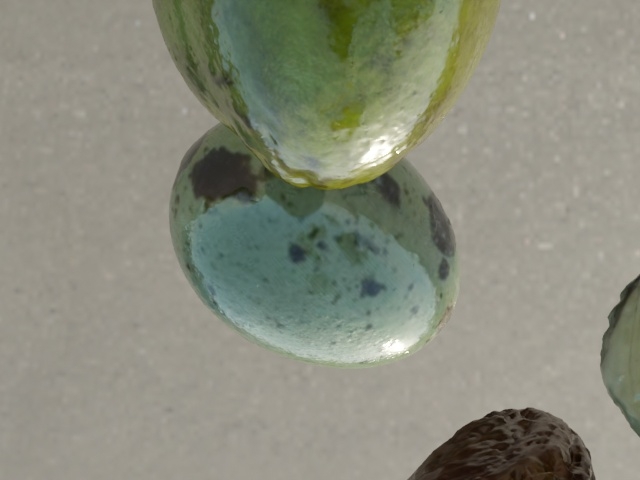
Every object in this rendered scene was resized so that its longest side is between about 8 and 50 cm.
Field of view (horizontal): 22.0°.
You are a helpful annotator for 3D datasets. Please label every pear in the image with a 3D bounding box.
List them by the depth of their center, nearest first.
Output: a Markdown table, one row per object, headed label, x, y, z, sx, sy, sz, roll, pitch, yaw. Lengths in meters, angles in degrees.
| label | x | y | z | sx | sy | sz | roll | pitch | yaw |
| --- | --- | --- | --- | --- | --- | --- | --- | --- | --- |
| pear | 0.007 | -0.260 | 1.497 | 0.352 | 0.352 | 0.413 | 1 | 118 | 3 |

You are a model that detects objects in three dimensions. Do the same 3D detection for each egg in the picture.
| label | x | y | z | sx | sy | sz | roll | pitch | yaw |
| --- | --- | --- | --- | --- | --- | --- | --- | --- | --- |
| egg | 0.000 | 0.000 | 1.929 | 0.379 | 0.287 | 0.287 | 24 | 146 | -21 |

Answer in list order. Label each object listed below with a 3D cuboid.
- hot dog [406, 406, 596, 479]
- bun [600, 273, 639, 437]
| label | x | y | z | sx | sy | sz | roll | pitch | yaw |
| --- | --- | --- | --- | --- | --- | --- | --- | --- | --- |
| hot dog | 0.110 | 0.254 | 1.049 | 0.174 | 0.266 | 0.387 | -5 | -173 | 17 |
| bun | 0.294 | 0.080 | 1.038 | 0.221 | 0.220 | 0.134 | -9 | 135 | 21 |
